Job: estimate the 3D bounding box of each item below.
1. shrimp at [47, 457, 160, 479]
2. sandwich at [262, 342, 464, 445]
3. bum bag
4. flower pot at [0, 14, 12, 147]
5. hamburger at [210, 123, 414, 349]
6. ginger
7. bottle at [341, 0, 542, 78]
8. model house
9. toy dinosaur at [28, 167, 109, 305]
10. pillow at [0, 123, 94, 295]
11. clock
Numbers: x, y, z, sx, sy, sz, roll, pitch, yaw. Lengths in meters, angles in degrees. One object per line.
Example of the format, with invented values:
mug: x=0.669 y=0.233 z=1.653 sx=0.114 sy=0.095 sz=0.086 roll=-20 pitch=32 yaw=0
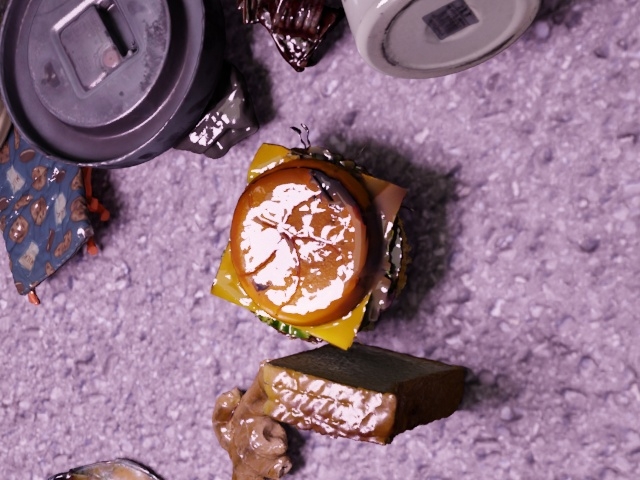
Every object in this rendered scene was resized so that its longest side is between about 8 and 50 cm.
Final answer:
shrimp: x=-0.329 y=0.415 z=1.946 sx=0.364 sy=0.071 sz=0.233 roll=-3 pitch=83 yaw=29
sandwich: x=0.049 y=0.173 z=1.633 sx=0.186 sy=0.214 sz=0.065 roll=12 pitch=100 yaw=30
bum bag: x=-0.212 y=-0.193 z=1.824 sx=0.326 sy=0.079 sz=0.142 roll=24 pitch=98 yaw=28
flower pot: x=-0.588 y=-0.213 z=1.909 sx=0.307 sy=0.244 sz=0.308 roll=0 pitch=90 yaw=37
hamburger: x=0.000 y=0.000 z=1.685 sx=0.243 sy=0.138 sz=0.262 roll=24 pitch=102 yaw=24
ginger: x=-0.066 y=0.231 z=1.776 sx=0.214 sy=0.059 sz=0.133 roll=-40 pitch=70 yaw=38
bottle: x=0.100 y=-0.369 z=1.558 sx=0.229 sy=0.229 sz=0.352 roll=-31 pitch=60 yaw=27
model house: x=-0.045 y=-0.289 z=1.662 sx=0.141 sy=0.203 sz=0.164 roll=8 pitch=88 yaw=6
toy dinosaur: x=-0.342 y=-0.019 z=1.921 sx=0.101 sy=0.055 sz=0.280 roll=35 pitch=111 yaw=32
pillow: x=-0.383 y=-0.070 z=1.908 sx=0.189 sy=0.034 sz=0.256 roll=-35 pitch=61 yaw=35
clock: x=-0.266 y=-0.244 z=1.778 sx=0.318 sy=0.066 sz=0.319 roll=-4 pitch=81 yaw=26
